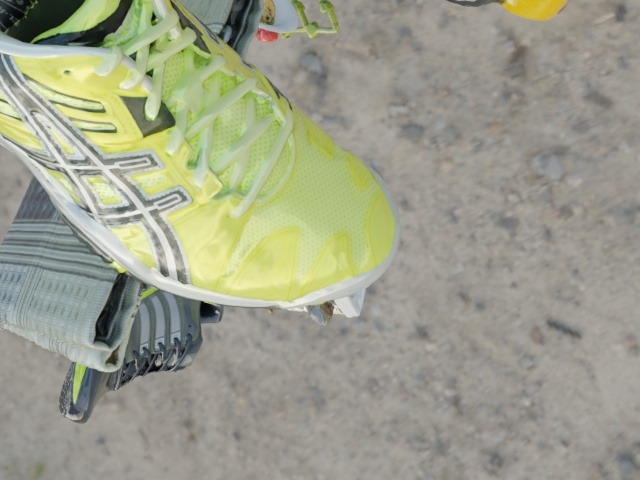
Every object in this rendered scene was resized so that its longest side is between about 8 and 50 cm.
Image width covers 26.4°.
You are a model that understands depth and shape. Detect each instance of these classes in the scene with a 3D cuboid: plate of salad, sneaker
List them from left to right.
[{"bbox_3d":[-0.109,-0.077,0.774,0.384,0.145,0.147,30,161,-19],"label":"sneaker"},{"bbox_3d":[-0.214,0.122,1.670,0.121,0.300,0.111,31,133,4],"label":"sneaker"},{"bbox_3d":[-0.103,-0.313,1.582,0.200,0.200,0.048,46,117,17],"label":"plate of salad"}]

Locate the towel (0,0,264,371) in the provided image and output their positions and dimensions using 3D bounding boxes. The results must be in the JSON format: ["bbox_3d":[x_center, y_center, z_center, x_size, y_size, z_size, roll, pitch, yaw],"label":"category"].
[{"bbox_3d":[-0.164,-0.056,1.112,0.324,0.056,0.312,4,70,62],"label":"towel"}]

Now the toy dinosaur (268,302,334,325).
[{"bbox_3d":[-0.064,0.007,1.458,0.064,0.112,0.211,-28,89,51],"label":"toy dinosaur"}]

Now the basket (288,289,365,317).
[{"bbox_3d":[0.000,0.000,1.692,0.103,0.167,0.113,-1,150,19],"label":"basket"}]

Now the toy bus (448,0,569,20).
[{"bbox_3d":[-0.008,-0.233,0.612,0.332,0.108,0.130,27,156,0],"label":"toy bus"}]

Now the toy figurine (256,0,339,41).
[{"bbox_3d":[-0.158,-0.357,1.813,0.362,0.217,0.191,17,111,54],"label":"toy figurine"}]
